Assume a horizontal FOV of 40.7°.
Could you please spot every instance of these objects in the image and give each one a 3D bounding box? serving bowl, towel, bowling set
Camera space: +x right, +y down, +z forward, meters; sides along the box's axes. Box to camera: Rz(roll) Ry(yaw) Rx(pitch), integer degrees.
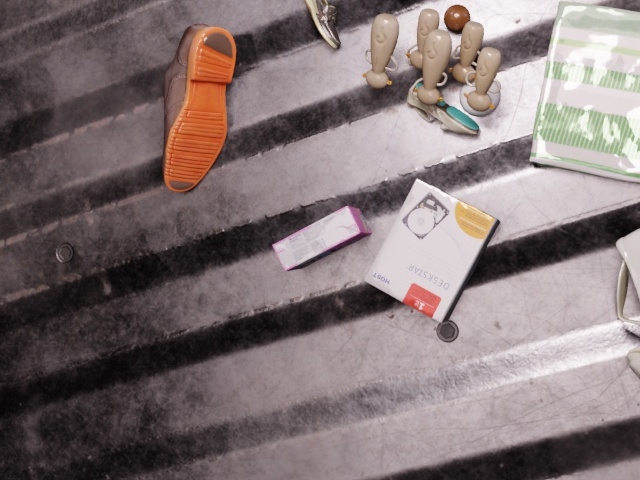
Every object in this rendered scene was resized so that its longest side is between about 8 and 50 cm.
[{"bbox_3d":[0.319,-0.292,1.734,0.083,0.027,0.083,0,90,15],"label":"serving bowl"},{"bbox_3d":[0.551,-0.286,1.665,0.248,0.038,0.324,12,93,16],"label":"towel"},{"bbox_3d":[0.250,-0.363,1.706,0.287,0.200,0.154,26,132,22],"label":"bowling set"}]

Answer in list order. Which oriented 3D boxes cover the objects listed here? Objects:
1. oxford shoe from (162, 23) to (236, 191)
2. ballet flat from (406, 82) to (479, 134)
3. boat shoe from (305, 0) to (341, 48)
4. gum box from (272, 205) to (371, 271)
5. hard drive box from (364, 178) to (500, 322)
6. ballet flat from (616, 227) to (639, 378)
[{"bbox_3d":[-0.280,-0.287,1.872,0.133,0.130,0.363,29,106,47],"label":"oxford shoe"},{"bbox_3d":[0.246,-0.255,1.749,0.168,0.057,0.052,40,127,16],"label":"ballet flat"},{"bbox_3d":[0.009,-0.475,1.807,0.049,0.056,0.152,-29,82,18],"label":"boat shoe"},{"bbox_3d":[0.000,0.000,1.777,0.188,0.107,0.062,-27,82,13],"label":"gum box"},{"bbox_3d":[0.224,0.020,1.725,0.181,0.089,0.232,28,97,15],"label":"hard drive box"},{"bbox_3d":[0.627,0.168,1.606,0.139,0.139,0.400,-8,83,15],"label":"ballet flat"}]
